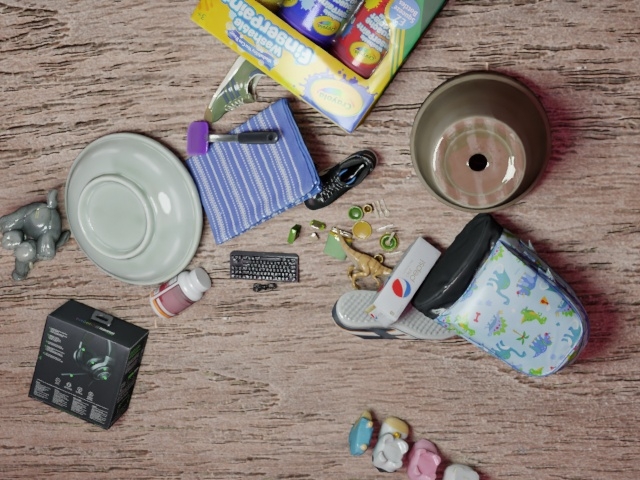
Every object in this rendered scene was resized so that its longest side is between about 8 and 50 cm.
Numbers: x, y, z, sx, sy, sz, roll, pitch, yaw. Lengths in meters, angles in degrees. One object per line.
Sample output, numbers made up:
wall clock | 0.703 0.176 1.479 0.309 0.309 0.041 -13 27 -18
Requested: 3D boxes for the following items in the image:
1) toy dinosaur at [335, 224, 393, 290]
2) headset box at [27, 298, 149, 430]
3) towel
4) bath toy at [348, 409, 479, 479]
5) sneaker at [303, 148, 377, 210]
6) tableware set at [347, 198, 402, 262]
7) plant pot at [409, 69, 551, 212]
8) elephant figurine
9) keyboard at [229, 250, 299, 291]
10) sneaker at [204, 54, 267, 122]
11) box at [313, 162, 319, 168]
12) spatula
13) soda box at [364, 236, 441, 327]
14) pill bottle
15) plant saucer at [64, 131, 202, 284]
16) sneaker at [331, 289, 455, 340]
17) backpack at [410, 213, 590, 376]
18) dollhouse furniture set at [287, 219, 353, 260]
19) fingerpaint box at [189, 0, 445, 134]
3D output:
toy dinosaur | 0.100 0.056 1.949 0.211 0.064 0.112 33 110 -2
headset box | -0.624 0.325 2.145 0.246 0.131 0.283 20 109 6
towel | -0.166 -0.160 1.893 0.336 0.040 0.243 -27 79 28
bath toy | 0.242 0.564 2.040 0.348 0.151 0.129 28 148 0
sneaker | 0.033 -0.138 1.876 0.217 0.121 0.079 -37 95 19
tableware set | 0.130 -0.020 1.943 0.104 0.024 0.154 -16 103 16
plant pot | 0.341 -0.191 1.715 0.323 0.280 0.323 4 108 11
elephant figurine | -0.747 -0.007 2.075 0.186 0.239 0.169 -16 83 -14
keyboard | -0.144 0.083 2.032 0.180 0.023 0.108 3 107 12
sneaker | -0.197 -0.347 1.892 0.086 0.064 0.192 36 107 5
box | -0.048 -0.167 1.905 0.062 0.083 0.052 33 110 0
spatula | -0.216 -0.244 1.889 0.296 0.030 0.084 3 94 32
soda box | 0.194 0.097 1.871 0.069 0.074 0.216 37 65 -1
pill bottle | -0.361 0.134 2.058 0.152 0.086 0.086 -31 98 19
plant saucer | -0.493 -0.066 1.993 0.400 0.100 0.400 6 108 18
sneaker | 0.183 0.182 1.948 0.321 0.127 0.126 9 71 -12
backpack | 0.441 0.155 1.829 0.355 0.273 0.290 38 96 -15
dollhouse furniture set | 0.000 0.000 1.957 0.151 0.058 0.076 19 109 6
fingerpaint box | 0.003 -0.517 1.749 0.445 0.163 0.371 37 110 0
